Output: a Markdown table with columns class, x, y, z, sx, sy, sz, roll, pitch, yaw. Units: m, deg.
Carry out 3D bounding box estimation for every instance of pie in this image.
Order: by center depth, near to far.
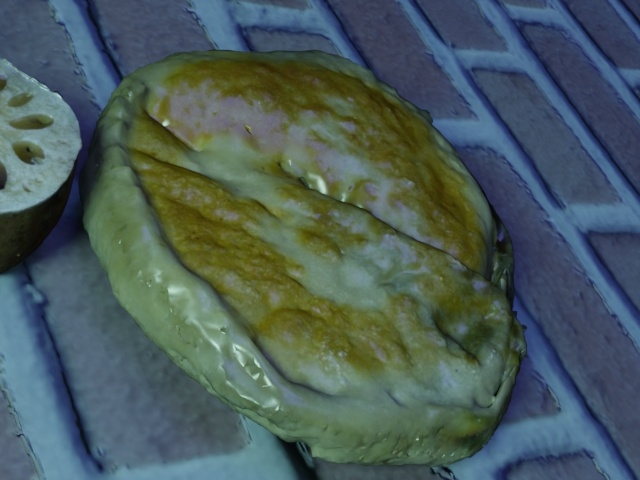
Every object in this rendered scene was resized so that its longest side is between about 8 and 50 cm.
| class | x | y | z | sx | sy | sz | roll | pitch | yaw |
| --- | --- | --- | --- | --- | --- | --- | --- | --- | --- |
| pie | 0.000 | 0.000 | 0.746 | 0.339 | 0.077 | 0.339 | 20 | 43 | -19 |

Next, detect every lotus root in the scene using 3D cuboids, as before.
| class | x | y | z | sx | sy | sz | roll | pitch | yaw |
| --- | --- | --- | --- | --- | --- | --- | --- | --- | --- |
| lotus root | -0.197 | -0.039 | 0.628 | 0.122 | 0.081 | 0.112 | 36 | 38 | 0 |
